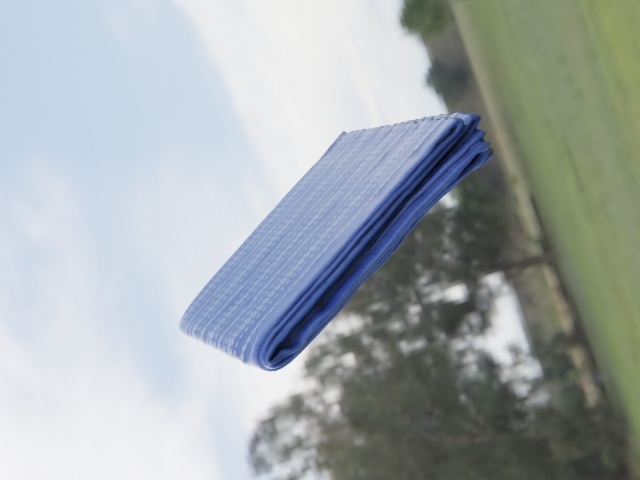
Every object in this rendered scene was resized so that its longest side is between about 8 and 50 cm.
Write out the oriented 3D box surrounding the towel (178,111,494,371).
[{"bbox_3d":[0.000,0.000,1.275,0.040,0.243,0.336,44,171,-12],"label":"towel"}]
